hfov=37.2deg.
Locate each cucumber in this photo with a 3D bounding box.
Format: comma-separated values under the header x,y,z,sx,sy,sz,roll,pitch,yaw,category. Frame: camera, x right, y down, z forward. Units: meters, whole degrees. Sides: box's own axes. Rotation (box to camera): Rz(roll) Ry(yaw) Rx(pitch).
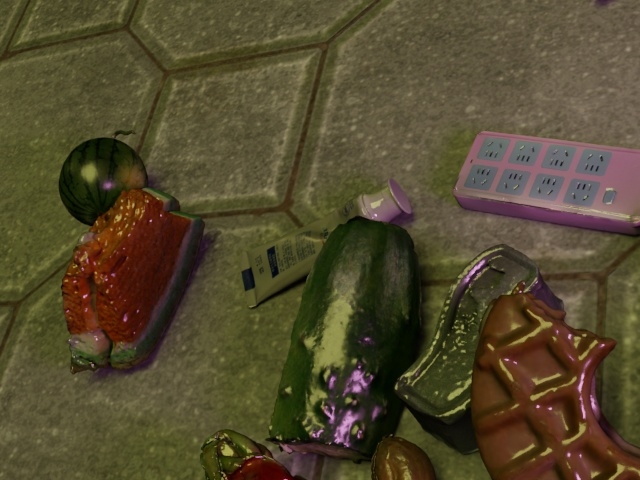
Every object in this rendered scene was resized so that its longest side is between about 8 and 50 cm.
x,y,z,sx,sy,sz,roll,pitch,yaw,category
0.040,0.107,1.169,0.145,0.105,0.325,4,67,30,cucumber

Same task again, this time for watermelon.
x,y,z,sx,sy,sz,roll,pitch,yaw,category
-0.348,-0.107,1.546,0.141,0.140,0.187,-19,40,17,watermelon

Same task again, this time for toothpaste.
x,y,z,sx,sy,sz,roll,pitch,yaw,category
0.000,0.000,1.333,0.266,0.061,0.096,-29,50,18,toothpaste

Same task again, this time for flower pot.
x,y,z,sx,sy,sz,roll,pitch,yaw,category
0.188,0.123,1.096,0.103,0.108,0.229,20,71,37,flower pot

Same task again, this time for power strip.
x,y,z,sx,sy,sz,roll,pitch,yaw,category
0.302,-0.076,1.217,0.279,0.037,0.109,12,64,35,power strip

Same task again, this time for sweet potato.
x,y,z,sx,sy,sz,roll,pitch,yaw,category
0.098,0.323,1.039,0.081,0.062,0.233,-24,52,32,sweet potato

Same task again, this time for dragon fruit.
x,y,z,sx,sy,sz,roll,pitch,yaw,category
-0.081,0.332,1.040,0.200,0.198,0.269,-28,50,-37,dragon fruit

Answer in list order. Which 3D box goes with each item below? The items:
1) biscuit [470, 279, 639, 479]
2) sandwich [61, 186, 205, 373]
x,y,z,sx,sy,sz,roll,pitch,yaw,category
0.321,0.188,0.916,0.366,0.115,0.268,6,86,20,biscuit
-0.269,0.036,1.366,0.109,0.212,0.292,15,52,20,sandwich
